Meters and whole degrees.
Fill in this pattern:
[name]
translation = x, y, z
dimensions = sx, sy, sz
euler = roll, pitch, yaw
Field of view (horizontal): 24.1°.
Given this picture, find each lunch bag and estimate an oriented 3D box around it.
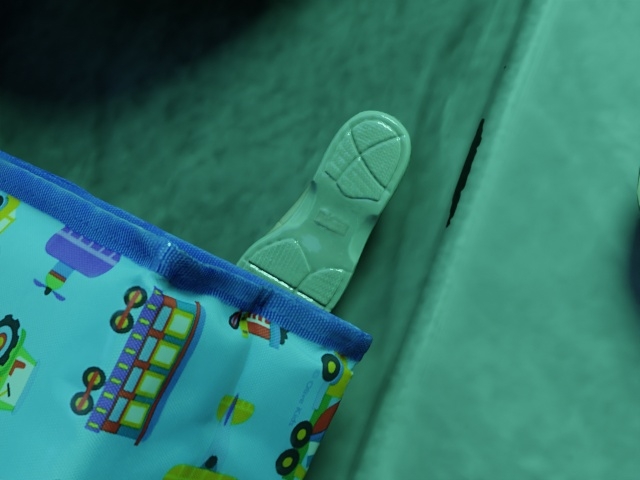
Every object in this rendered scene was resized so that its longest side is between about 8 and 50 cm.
[lunch bag]
translation = -0.163, 0.071, 0.625
dimensions = 0.293, 0.138, 0.221
euler = 25, 88, 38

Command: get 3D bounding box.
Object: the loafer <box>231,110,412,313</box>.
[loafer]
translation = 0.000, 0.000, 0.648
dimensions = 0.045, 0.039, 0.125
euler = 36, 99, 5

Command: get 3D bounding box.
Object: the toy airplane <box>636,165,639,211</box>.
[toy airplane]
translation = 0.262, 0.071, 0.410
dimensions = 0.384, 0.272, 0.386
euler = -30, 61, 51
